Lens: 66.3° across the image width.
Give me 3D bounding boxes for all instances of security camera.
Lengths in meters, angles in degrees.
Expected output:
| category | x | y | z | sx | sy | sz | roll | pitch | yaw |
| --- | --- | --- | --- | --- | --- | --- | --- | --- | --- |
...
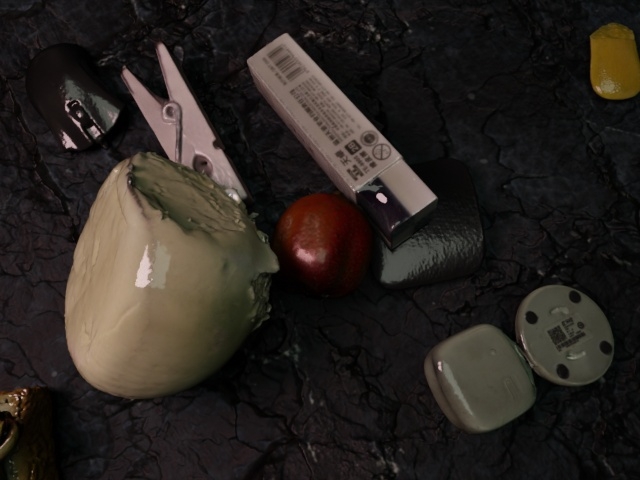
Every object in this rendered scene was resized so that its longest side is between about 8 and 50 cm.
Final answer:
| category | x | y | z | sx | sy | sz | roll | pitch | yaw |
| --- | --- | --- | --- | --- | --- | --- | --- | --- | --- |
| security camera | 0.309 | 0.179 | 0.758 | 0.302 | 0.080 | 0.157 | -23 | 74 | -13 |

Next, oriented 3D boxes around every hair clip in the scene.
| category | x | y | z | sx | sy | sz | roll | pitch | yaw |
| --- | --- | --- | --- | --- | --- | --- | --- | --- | --- |
| hair clip | -0.234 | -0.188 | 0.869 | 0.101 | 0.085 | 0.330 | -31 | 83 | -2 |

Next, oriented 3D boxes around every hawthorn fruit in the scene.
| category | x | y | z | sx | sy | sz | roll | pitch | yaw |
| --- | --- | --- | --- | --- | --- | --- | --- | --- | --- |
| hawthorn fruit | 0.000 | 0.000 | 0.776 | 0.169 | 0.169 | 0.188 | 7 | 71 | 5 |

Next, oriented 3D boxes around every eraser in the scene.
| category | x | y | z | sx | sy | sz | roll | pitch | yaw |
| --- | --- | --- | --- | --- | --- | --- | --- | --- | --- |
| eraser | 0.029 | -0.174 | 0.822 | 0.098 | 0.096 | 0.403 | -36 | 71 | -5 |

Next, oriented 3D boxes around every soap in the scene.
| category | x | y | z | sx | sy | sz | roll | pitch | yaw |
| --- | --- | --- | --- | --- | --- | --- | --- | --- | --- |
| soap | 0.531 | -0.331 | 0.889 | 0.089 | 0.033 | 0.168 | 0 | 75 | 0 |

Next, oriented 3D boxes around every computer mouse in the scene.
| category | x | y | z | sx | sy | sz | roll | pitch | yaw |
| --- | --- | --- | --- | --- | --- | --- | --- | --- | --- |
| computer mouse | -0.469 | -0.274 | 0.905 | 0.147 | 0.088 | 0.264 | -39 | 80 | -4 |

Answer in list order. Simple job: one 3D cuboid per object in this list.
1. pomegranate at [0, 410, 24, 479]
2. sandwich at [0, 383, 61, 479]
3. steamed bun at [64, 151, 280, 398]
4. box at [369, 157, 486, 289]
| category | x | y | z | sx | sy | sz | roll | pitch | yaw |
| --- | --- | --- | --- | --- | --- | --- | --- | --- | --- |
| pomegranate | -0.506 | 0.332 | 0.622 | 0.241 | 0.159 | 0.189 | -15 | 78 | -2 |
| sandwich | -0.523 | 0.378 | 0.742 | 0.249 | 0.095 | 0.273 | -15 | 77 | 3 |
| steamed bun | -0.218 | 0.059 | 0.718 | 0.312 | 0.233 | 0.333 | -53 | 42 | 26 |
| box | 0.171 | -0.030 | 0.830 | 0.201 | 0.042 | 0.212 | -11 | 75 | 0 |
